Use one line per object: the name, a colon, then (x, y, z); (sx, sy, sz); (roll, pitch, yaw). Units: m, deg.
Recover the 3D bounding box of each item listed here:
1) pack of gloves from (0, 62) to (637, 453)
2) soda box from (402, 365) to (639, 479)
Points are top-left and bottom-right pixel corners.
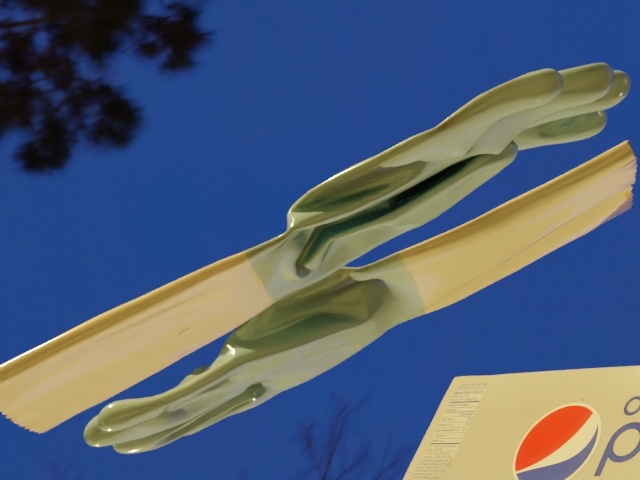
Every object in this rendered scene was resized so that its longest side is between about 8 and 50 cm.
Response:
pack of gloves: (0.000, 0.000, 0.696); (0.232, 0.195, 0.046); (-28, -107, 0)
soda box: (0.167, 0.115, 0.858); (0.098, 0.091, 0.286); (44, -31, -28)
